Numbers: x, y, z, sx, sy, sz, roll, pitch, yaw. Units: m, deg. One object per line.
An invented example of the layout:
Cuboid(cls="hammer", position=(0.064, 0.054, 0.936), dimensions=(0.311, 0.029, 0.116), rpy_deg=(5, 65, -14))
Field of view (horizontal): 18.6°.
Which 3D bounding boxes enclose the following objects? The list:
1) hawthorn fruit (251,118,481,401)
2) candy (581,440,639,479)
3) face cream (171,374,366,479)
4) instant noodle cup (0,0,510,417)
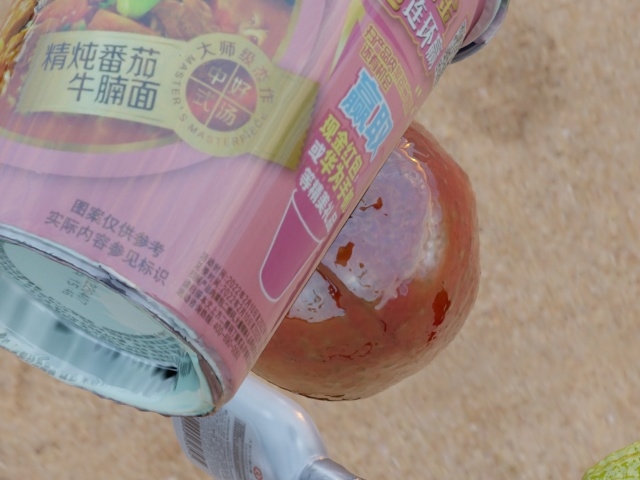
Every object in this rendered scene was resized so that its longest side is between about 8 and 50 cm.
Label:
Cuboid(cls="hawthorn fruit", position=(0.000, 0.000, 1.568), dimensions=(0.254, 0.300, 0.254), rpy_deg=(-2, 83, 16))
Cuboid(cls="candy", position=(0.330, 0.211, 1.740), dimensions=(0.199, 0.106, 0.094), rpy_deg=(-8, 41, 9))
Cuboid(cls="face cream", position=(-0.050, 0.214, 1.982), dimensions=(0.071, 0.144, 0.291), rpy_deg=(-22, 28, -31))
Cuboid(cls="instant noodle cup", position=(-0.061, -0.062, 0.919), dimensions=(0.244, 0.244, 0.255), rpy_deg=(14, 63, 25))
